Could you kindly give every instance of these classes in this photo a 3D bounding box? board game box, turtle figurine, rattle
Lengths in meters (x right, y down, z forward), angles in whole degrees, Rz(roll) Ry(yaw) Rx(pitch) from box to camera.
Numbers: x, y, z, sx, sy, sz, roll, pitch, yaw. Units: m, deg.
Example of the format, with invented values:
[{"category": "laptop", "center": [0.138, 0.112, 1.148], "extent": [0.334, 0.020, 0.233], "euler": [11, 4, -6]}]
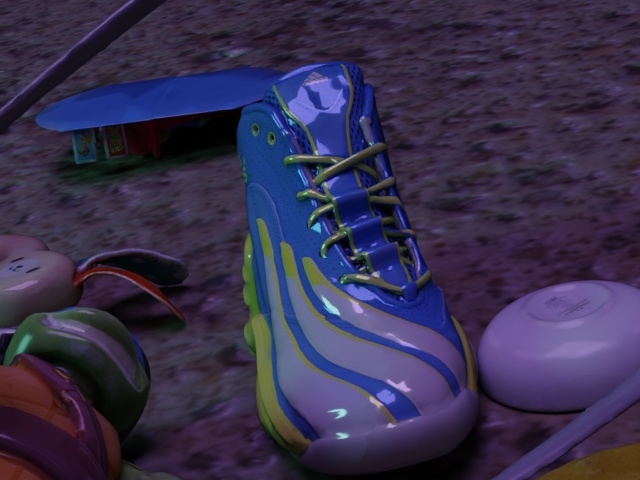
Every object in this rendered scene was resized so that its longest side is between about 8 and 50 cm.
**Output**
[{"category": "board game box", "center": [-0.101, -0.080, 1.074], "extent": [0.168, 0.033, 0.133], "euler": [-7, 17, 4]}, {"category": "turtle figurine", "center": [-0.075, 0.062, 0.464], "extent": [0.274, 0.198, 0.266], "euler": [-14, 26, 24]}, {"category": "rattle", "center": [-0.174, -0.013, 0.811], "extent": [0.199, 0.143, 0.130], "euler": [-10, 2, 26]}]

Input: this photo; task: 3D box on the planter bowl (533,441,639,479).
[{"category": "planter bowl", "center": [0.091, 0.109, 0.395], "extent": [0.217, 0.090, 0.217], "euler": [-13, 21, 5]}]

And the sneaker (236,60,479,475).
[{"category": "sneaker", "center": [0.000, 0.000, 0.675], "extent": [0.091, 0.126, 0.240], "euler": [-16, 21, -5]}]

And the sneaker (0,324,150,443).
[{"category": "sneaker", "center": [-0.188, 0.077, 0.668], "extent": [0.234, 0.078, 0.106], "euler": [-21, 24, -11]}]

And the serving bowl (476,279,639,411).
[{"category": "serving bowl", "center": [0.102, 0.037, 0.655], "extent": [0.083, 0.027, 0.083], "euler": [-13, 20, 5]}]
